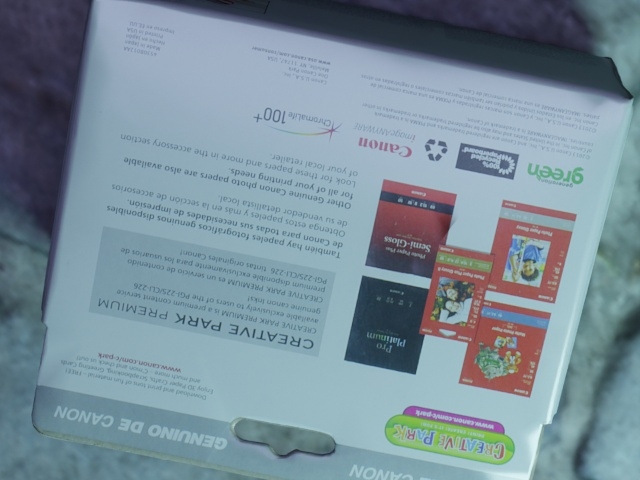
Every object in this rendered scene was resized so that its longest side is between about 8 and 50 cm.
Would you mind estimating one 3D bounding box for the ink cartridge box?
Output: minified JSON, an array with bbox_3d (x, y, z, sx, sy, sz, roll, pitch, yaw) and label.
[{"bbox_3d":[0.000,0.000,1.178,0.309,0.130,0.272,12,106,-1],"label":"ink cartridge box"}]
